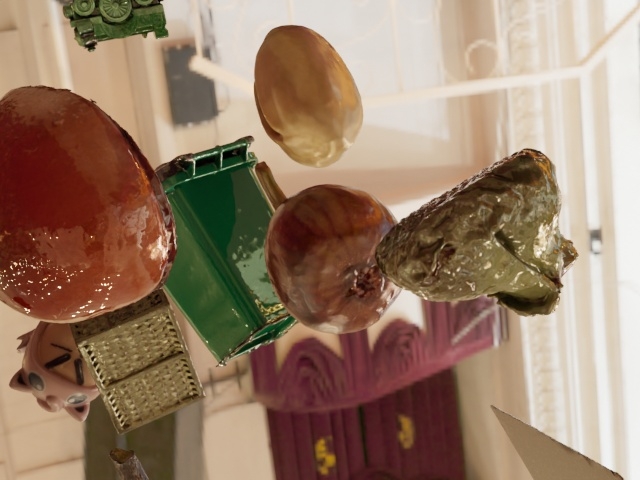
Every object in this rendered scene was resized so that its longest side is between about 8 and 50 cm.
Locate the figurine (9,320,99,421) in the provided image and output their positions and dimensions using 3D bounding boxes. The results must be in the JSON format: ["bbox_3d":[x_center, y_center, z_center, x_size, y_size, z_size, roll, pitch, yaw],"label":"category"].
[{"bbox_3d":[-0.405,0.152,1.754,0.176,0.186,0.287,31,-132,-3],"label":"figurine"}]

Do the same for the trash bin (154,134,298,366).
[{"bbox_3d":[-0.181,0.018,2.015,0.259,0.381,0.295,-24,166,-44],"label":"trash bin"}]

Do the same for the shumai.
[{"bbox_3d":[0.150,0.016,0.944,0.184,0.142,0.184,-36,-177,2],"label":"shumai"}]

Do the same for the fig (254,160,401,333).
[{"bbox_3d":[0.004,0.007,1.192,0.175,0.175,0.207,-13,-157,-24],"label":"fig"}]

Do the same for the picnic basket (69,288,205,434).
[{"bbox_3d":[-0.256,0.127,1.388,0.134,0.196,0.154,-25,-135,-12],"label":"picnic basket"}]

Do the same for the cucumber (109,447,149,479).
[{"bbox_3d":[-0.238,0.334,1.372,0.033,0.135,0.034,-31,-169,-38],"label":"cucumber"}]

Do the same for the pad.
[{"bbox_3d":[0.339,0.331,1.322,0.004,0.220,0.330,-34,-165,-11],"label":"pad"}]

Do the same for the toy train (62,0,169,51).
[{"bbox_3d":[-0.356,-0.392,1.809,0.178,0.105,0.071,-14,-160,-10],"label":"toy train"}]

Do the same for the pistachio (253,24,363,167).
[{"bbox_3d":[-0.026,-0.265,1.889,0.187,0.188,0.299,-10,-125,-13],"label":"pistachio"}]

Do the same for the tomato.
[{"bbox_3d":[-0.233,-0.019,0.837,0.228,0.199,0.112,-18,-167,45],"label":"tomato"}]
